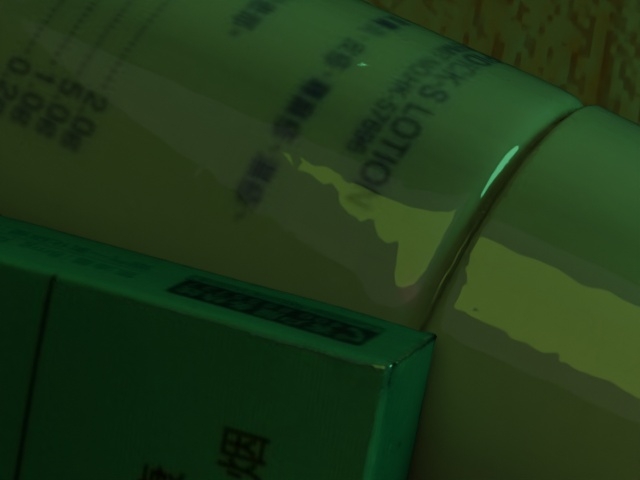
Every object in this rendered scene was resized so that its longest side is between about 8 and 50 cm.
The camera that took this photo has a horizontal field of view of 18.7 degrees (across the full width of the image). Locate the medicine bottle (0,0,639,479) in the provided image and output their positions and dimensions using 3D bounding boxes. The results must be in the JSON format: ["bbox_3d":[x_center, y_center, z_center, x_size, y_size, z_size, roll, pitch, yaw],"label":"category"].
[{"bbox_3d":[0.000,0.000,0.523,0.341,0.130,0.130,25,68,18],"label":"medicine bottle"}]

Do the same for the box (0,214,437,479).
[{"bbox_3d":[-0.096,0.073,0.480,0.229,0.041,0.162,15,105,19],"label":"box"}]
